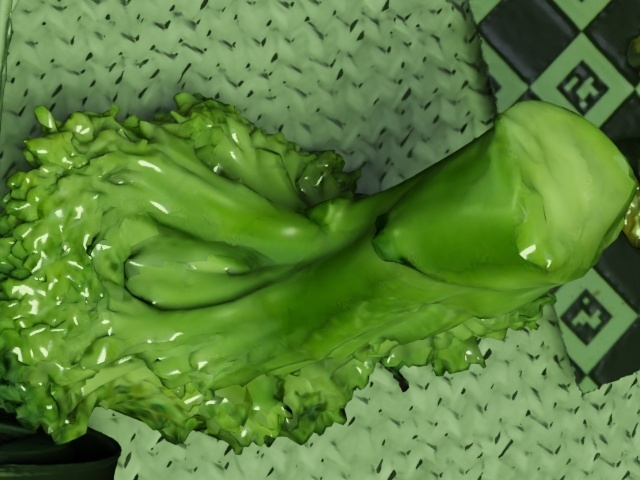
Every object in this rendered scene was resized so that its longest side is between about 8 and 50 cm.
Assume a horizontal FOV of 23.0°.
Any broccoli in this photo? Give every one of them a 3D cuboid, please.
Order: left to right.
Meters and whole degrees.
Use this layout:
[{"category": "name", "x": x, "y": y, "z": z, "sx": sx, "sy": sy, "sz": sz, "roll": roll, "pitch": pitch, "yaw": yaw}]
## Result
[{"category": "broccoli", "x": -0.033, "y": 0.015, "z": 0.911, "sx": 0.353, "sy": 0.397, "sz": 0.274, "roll": -24, "pitch": 93, "yaw": -6}]

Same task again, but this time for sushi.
[{"category": "sushi", "x": 0.264, "y": -0.073, "z": 1.159, "sx": 0.294, "sy": 0.059, "sz": 0.292, "roll": -19, "pitch": 92, "yaw": -15}]

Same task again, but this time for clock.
[{"category": "clock", "x": -0.215, "y": 0.135, "z": 0.962, "sx": 0.185, "sy": 0.184, "sz": 0.040, "roll": 7, "pitch": 93, "yaw": -15}]

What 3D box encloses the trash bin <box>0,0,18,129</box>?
[{"category": "trash bin", "x": -0.247, "y": -0.170, "z": 0.852, "sx": 0.296, "sy": 0.367, "sz": 0.255, "roll": 5, "pitch": 124, "yaw": -18}]
